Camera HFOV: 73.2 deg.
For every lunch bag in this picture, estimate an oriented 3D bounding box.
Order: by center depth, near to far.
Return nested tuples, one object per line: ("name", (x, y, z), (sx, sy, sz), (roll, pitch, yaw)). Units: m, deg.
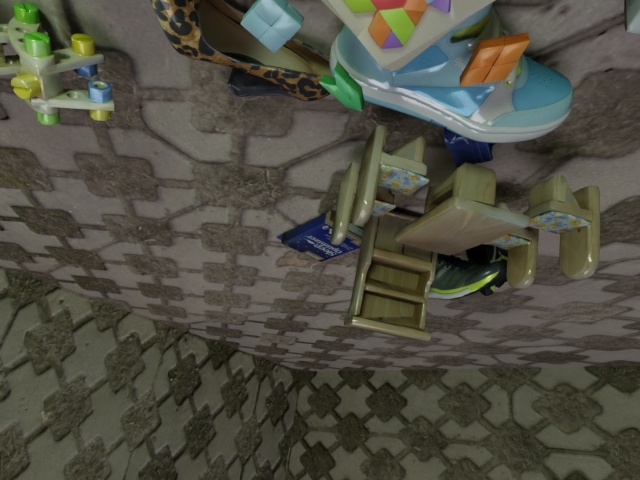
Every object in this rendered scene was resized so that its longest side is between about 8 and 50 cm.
("lunch bag", (0.235, -0.160, 0.666), (0.065, 0.067, 0.098), (-7, 152, 31))

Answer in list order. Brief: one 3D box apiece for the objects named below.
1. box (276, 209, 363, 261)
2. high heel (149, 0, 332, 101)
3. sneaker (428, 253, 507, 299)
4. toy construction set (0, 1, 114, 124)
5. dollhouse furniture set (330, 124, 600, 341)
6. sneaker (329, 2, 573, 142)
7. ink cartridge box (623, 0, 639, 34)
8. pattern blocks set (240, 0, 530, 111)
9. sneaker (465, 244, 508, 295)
("box", (0.000, 0.000, 1.086), (0.137, 0.036, 0.225), (27, 149, -32))
("high heel", (-0.077, -0.258, 0.529), (0.187, 0.093, 0.261), (5, 170, 21))
("sneaker", (0.284, 0.069, 0.992), (0.111, 0.121, 0.300), (-12, 178, -35))
("toy construction set", (-0.457, -0.225, 0.538), (0.215, 0.328, 0.151), (41, 120, 18))
("dollhouse furniture set", (0.192, 0.036, 0.772), (0.363, 0.256, 0.394), (13, 165, -9))
("sneaker", (0.180, -0.230, 0.486), (0.320, 0.127, 0.208), (11, 154, -6))
("ink cartridge box", (0.422, -0.280, 0.269), (0.272, 0.129, 0.309), (12, 158, 5))
("pattern blocks set", (0.088, -0.236, 0.368), (0.286, 0.026, 0.325), (26, 144, -24))
("sneaker", (0.413, 0.045, 1.031), (0.097, 0.084, 0.234), (-29, 142, 0))
